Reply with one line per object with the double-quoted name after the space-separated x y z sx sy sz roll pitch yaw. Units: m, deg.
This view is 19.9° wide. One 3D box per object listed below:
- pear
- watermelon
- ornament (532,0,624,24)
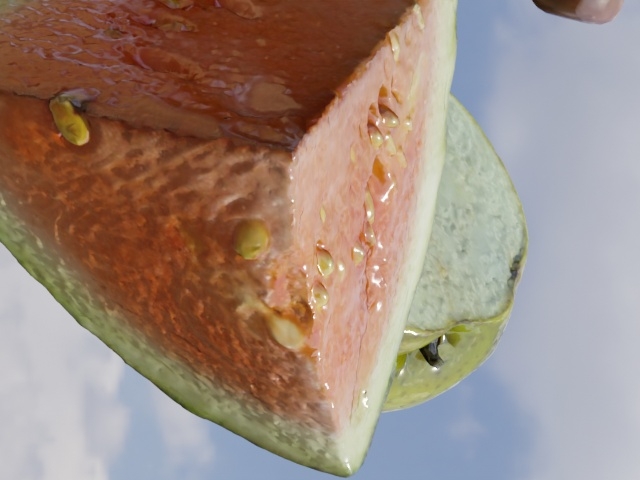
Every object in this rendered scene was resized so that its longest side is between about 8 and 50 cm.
0.000 0.000 0.656 0.104 0.141 0.141 -40 -132 38 "pear"
-0.028 -0.017 0.394 0.094 0.135 0.125 -161 -96 -73 "watermelon"
0.088 -0.166 0.475 0.221 0.218 0.235 -56 169 6 "ornament"
